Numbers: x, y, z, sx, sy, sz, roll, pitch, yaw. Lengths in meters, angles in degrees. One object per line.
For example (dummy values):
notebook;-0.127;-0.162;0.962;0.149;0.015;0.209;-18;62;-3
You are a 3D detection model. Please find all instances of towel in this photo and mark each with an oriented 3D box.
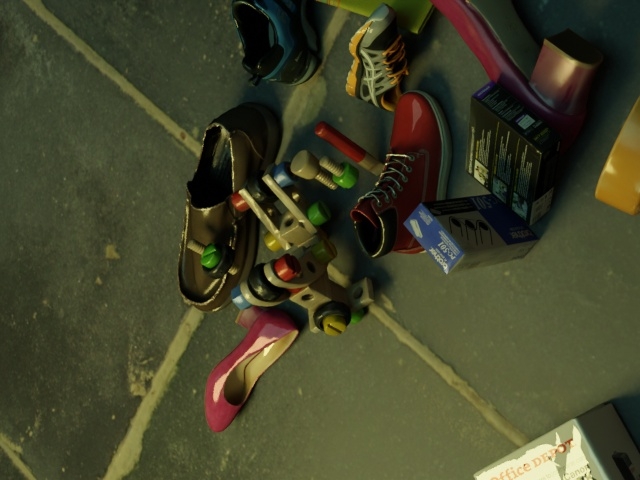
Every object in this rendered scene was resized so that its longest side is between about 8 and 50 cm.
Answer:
towel;0.077;-0.384;1.999;0.237;0.021;0.102;25;83;33

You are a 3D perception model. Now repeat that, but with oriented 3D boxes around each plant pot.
plant pot;0.474;-0.102;1.654;0.188;0.205;0.205;29;112;15

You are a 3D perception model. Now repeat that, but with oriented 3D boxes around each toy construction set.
toy construction set;0.000;0.000;2.048;0.309;0.237;0.257;-52;33;11

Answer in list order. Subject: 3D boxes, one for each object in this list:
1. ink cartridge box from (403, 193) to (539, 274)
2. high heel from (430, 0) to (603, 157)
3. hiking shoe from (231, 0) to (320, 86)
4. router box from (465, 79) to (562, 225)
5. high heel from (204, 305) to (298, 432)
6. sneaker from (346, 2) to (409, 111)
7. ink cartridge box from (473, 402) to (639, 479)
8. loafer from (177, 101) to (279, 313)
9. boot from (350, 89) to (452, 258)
ink cartridge box;0.212;-0.012;1.841;0.097;0.207;0.046;51;122;22
high heel;0.225;-0.272;1.869;0.377;0.127;0.181;47;138;32
hiking shoe;-0.081;-0.393;2.073;0.113;0.132;0.304;-15;85;37
router box;0.263;-0.119;1.829;0.133;0.046;0.179;43;159;25
high heel;-0.112;0.223;2.194;0.117;0.082;0.244;29;99;42
sneaker;0.094;-0.268;1.948;0.083;0.084;0.215;36;159;16
ink cartridge box;0.367;0.389;1.823;0.197;0.114;0.273;-38;71;34
loafer;-0.181;-0.053;2.185;0.134;0.130;0.366;23;108;34
boot;0.109;-0.098;1.932;0.088;0.176;0.244;3;95;39
